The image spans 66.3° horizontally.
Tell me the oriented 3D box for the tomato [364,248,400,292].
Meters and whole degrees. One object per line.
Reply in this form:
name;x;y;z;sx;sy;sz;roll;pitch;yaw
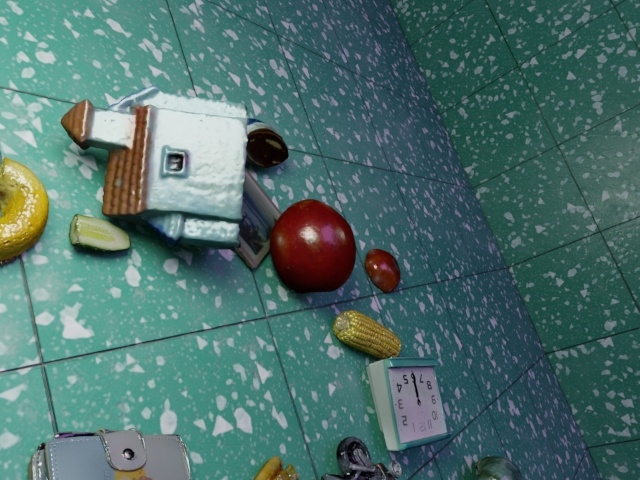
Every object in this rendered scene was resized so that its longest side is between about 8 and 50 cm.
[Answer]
tomato;0.218;0.089;1.612;0.155;0.069;0.156;34;41;-36

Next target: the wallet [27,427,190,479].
wallet;-0.297;0.362;0.719;0.230;0.069;0.170;24;31;-48

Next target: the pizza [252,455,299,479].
pizza;-0.064;0.529;0.915;0.147;0.069;0.227;-13;77;-58

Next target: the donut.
donut;-0.492;-0.044;0.745;0.146;0.078;0.181;54;35;-7

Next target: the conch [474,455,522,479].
conch;0.530;0.768;1.470;0.277;0.195;0.221;-113;-174;-56

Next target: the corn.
corn;0.133;0.264;1.350;0.244;0.093;0.094;34;42;-41

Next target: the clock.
clock;0.238;0.446;1.355;0.262;0.116;0.232;14;61;-47

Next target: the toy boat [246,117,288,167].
toy boat;-0.177;-0.263;1.301;0.115;0.114;0.262;32;10;25

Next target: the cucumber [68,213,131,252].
cucumber;-0.396;-0.003;0.880;0.107;0.035;0.067;22;39;-51

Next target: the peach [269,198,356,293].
peach;-0.010;0.013;1.217;0.243;0.199;0.244;-9;103;-45

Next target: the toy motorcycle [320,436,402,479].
toy motorcycle;0.128;0.585;1.078;0.307;0.108;0.173;49;31;-1

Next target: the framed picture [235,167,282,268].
framed picture;-0.216;-0.106;1.207;0.315;0.024;0.232;53;33;-15

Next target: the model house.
model house;-0.321;-0.138;0.952;0.328;0.251;0.295;5;85;-22
